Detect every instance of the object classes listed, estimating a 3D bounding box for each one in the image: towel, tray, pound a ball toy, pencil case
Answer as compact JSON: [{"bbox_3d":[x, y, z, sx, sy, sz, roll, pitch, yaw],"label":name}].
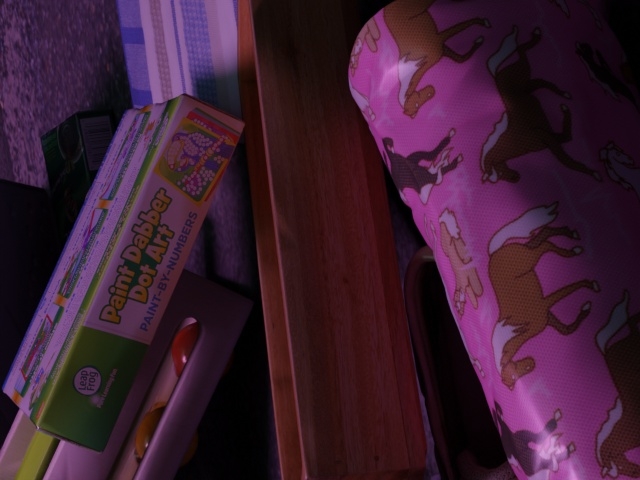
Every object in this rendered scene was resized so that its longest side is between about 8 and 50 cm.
[{"bbox_3d":[-0.104,-0.186,1.517,0.285,0.034,0.209,12,111,63],"label":"towel"},{"bbox_3d":[0.000,0.000,1.174,0.203,0.076,0.411,95,169,-59],"label":"tray"},{"bbox_3d":[-0.169,0.122,1.568,0.208,0.135,0.319,18,82,63],"label":"pound a ball toy"},{"bbox_3d":[0.145,0.029,0.971,0.167,0.160,0.386,83,166,-65],"label":"pencil case"}]

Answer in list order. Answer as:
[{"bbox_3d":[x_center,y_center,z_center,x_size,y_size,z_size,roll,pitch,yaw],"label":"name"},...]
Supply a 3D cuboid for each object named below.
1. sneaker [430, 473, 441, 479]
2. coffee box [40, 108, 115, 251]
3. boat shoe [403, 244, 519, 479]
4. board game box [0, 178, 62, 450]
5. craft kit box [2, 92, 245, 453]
[{"bbox_3d":[0.006,0.227,1.263,0.295,0.178,0.124,116,158,-49],"label":"sneaker"},{"bbox_3d":[-0.218,-0.025,1.773,0.113,0.040,0.184,-19,81,62],"label":"coffee box"},{"bbox_3d":[0.116,0.142,1.087,0.109,0.098,0.302,-16,87,33],"label":"boat shoe"},{"bbox_3d":[-0.305,0.131,1.725,0.390,0.050,0.390,14,-117,-78],"label":"board game box"},{"bbox_3d":[-0.151,0.019,1.363,0.250,0.061,0.246,-67,12,-4],"label":"craft kit box"}]
